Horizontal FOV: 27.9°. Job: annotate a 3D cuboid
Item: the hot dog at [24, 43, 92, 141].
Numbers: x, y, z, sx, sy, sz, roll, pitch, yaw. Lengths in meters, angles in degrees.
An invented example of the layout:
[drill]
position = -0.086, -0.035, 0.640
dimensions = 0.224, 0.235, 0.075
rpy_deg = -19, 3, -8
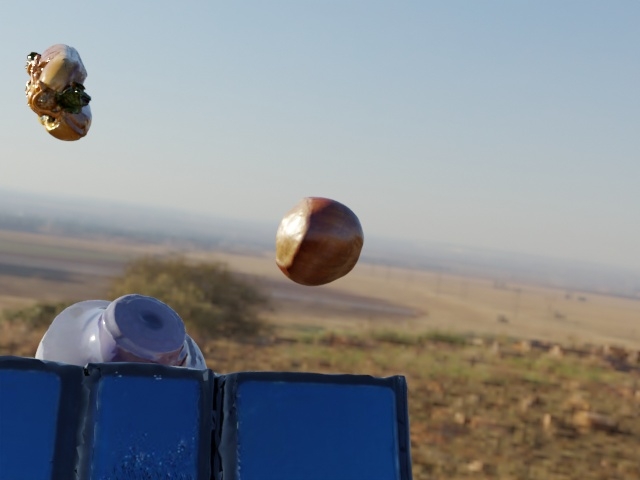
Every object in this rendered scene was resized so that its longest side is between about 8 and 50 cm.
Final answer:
[hot dog]
position = -0.230, -0.130, 1.121
dimensions = 0.055, 0.072, 0.188
rpy_deg = -6, 15, -11

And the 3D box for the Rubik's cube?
[Rubik's cube]
position = -0.102, 0.248, 0.700
dimensions = 0.283, 0.289, 0.293
rpy_deg = 2, -30, -5

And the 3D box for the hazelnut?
[hazelnut]
position = 0.000, 0.000, 1.203
dimensions = 0.086, 0.086, 0.086
rpy_deg = 7, 1, 0

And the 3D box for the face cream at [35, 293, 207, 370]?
[face cream]
position = -0.203, 0.222, 1.082
dimensions = 0.137, 0.420, 0.235
rpy_deg = 14, 32, -14
